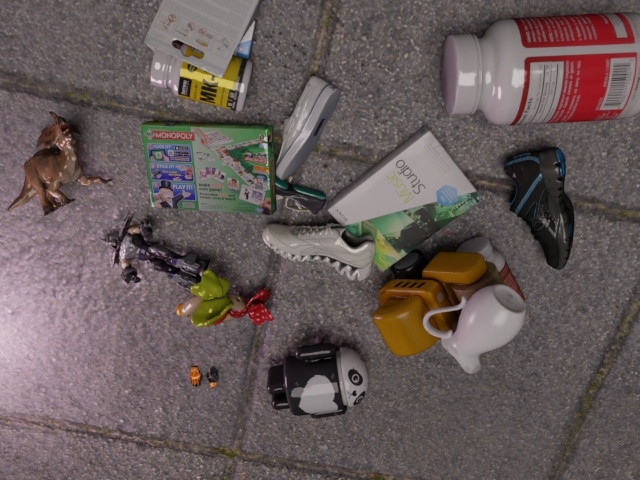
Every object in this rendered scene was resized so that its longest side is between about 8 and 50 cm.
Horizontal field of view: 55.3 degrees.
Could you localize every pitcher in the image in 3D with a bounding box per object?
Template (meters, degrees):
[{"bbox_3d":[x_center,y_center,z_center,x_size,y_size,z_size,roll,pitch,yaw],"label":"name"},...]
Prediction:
[{"bbox_3d":[0.343,0.180,1.377,0.178,0.125,0.207,35,129,5],"label":"pitcher"}]

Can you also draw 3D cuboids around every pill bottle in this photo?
[{"bbox_3d":[0.484,-0.371,1.339,0.408,0.229,0.228,-2,114,0],"label":"pill bottle"},{"bbox_3d":[0.443,0.101,1.604,0.121,0.121,0.216,-28,111,11],"label":"pill bottle"},{"bbox_3d":[-0.263,-0.369,1.365,0.209,0.119,0.119,12,113,-8],"label":"pill bottle"}]

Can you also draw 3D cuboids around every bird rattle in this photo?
[{"bbox_3d":[-0.256,0.166,1.606,0.207,0.254,0.143,-19,72,29],"label":"bird rattle"}]

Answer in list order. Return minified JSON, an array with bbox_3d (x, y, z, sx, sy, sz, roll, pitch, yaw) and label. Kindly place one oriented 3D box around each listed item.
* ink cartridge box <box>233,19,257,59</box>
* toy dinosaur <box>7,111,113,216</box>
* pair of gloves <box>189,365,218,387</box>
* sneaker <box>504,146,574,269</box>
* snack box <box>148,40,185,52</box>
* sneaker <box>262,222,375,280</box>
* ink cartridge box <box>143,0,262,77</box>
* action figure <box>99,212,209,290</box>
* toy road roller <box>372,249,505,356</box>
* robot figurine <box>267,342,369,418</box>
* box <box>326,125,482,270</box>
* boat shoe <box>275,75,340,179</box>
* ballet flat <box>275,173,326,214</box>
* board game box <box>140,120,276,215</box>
[{"bbox_3d":[-0.213,-0.468,1.382,0.123,0.052,0.088,13,112,-5],"label":"ink cartridge box"},{"bbox_3d":[-0.650,-0.180,1.471,0.296,0.127,0.200,-22,105,22],"label":"toy dinosaur"},{"bbox_3d":[-0.339,0.398,1.783,0.083,0.010,0.074,2,113,-3],"label":"pair of gloves"},{"bbox_3d":[0.560,-0.078,1.550,0.140,0.125,0.340,-3,120,31],"label":"sneaker"},{"bbox_3d":[-0.311,-0.416,1.419,0.178,0.022,0.064,40,107,-17],"label":"snack box"},{"bbox_3d":[0.000,0.000,1.540,0.292,0.110,0.118,16,128,0],"label":"sneaker"},{"bbox_3d":[-0.245,-0.489,1.319,0.189,0.066,0.232,24,94,-3],"label":"ink cartridge box"},{"bbox_3d":[-0.434,0.039,1.579,0.285,0.099,0.185,21,121,-6],"label":"action figure"},{"bbox_3d":[0.284,0.173,1.521,0.240,0.330,0.202,-44,115,-31],"label":"toy road roller"},{"bbox_3d":[-0.005,0.392,1.694,0.278,0.173,0.209,-9,157,3],"label":"robot figurine"},{"bbox_3d":[0.210,-0.099,1.547,0.322,0.058,0.232,-38,109,16],"label":"box"},{"bbox_3d":[-0.049,-0.269,1.463,0.084,0.095,0.258,37,107,14],"label":"boat shoe"},{"bbox_3d":[-0.085,-0.118,1.530,0.203,0.074,0.074,22,112,-13],"label":"ballet flat"},{"bbox_3d":[-0.267,-0.175,1.475,0.318,0.046,0.213,5,113,12],"label":"board game box"}]
